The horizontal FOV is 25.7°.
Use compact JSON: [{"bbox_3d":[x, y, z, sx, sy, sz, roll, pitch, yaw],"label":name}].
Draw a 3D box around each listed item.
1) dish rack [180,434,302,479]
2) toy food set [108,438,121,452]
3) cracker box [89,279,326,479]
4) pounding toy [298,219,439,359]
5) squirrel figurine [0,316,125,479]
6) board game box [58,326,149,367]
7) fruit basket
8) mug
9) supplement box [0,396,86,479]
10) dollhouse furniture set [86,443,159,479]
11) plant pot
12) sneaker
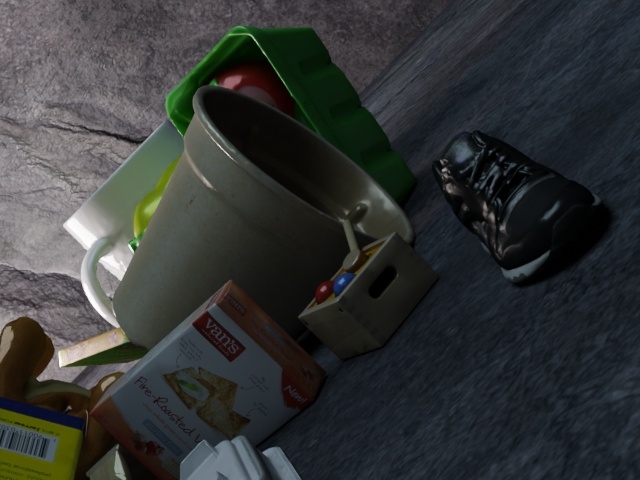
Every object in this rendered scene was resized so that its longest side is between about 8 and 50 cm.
[{"bbox_3d":[-0.164,0.320,1.359,0.333,0.072,0.285,-47,9,-4],"label":"dish rack"},{"bbox_3d":[-0.270,0.231,2.257,0.220,0.092,0.306,-46,8,-5],"label":"toy food set"},{"bbox_3d":[-0.129,0.174,1.595,0.232,0.156,0.067,-42,9,27],"label":"cracker box"},{"bbox_3d":[0.047,0.044,1.559,0.141,0.100,0.130,-49,9,-25],"label":"pounding toy"},{"bbox_3d":[-0.517,0.289,2.040,0.396,0.371,0.281,-66,10,-7],"label":"squirrel figurine"},{"bbox_3d":[-0.294,0.160,2.176,0.124,0.039,0.259,-1,-10,-36],"label":"board game box"},{"bbox_3d":[-0.098,-0.095,2.041,0.283,0.392,0.392,-37,12,46],"label":"fruit basket"},{"bbox_3d":[-0.283,0.017,2.554,0.276,0.328,0.374,-37,12,49],"label":"mug"},{"bbox_3d":[-0.376,0.334,1.430,0.356,0.195,0.194,-92,21,-61],"label":"supplement box"},{"bbox_3d":[-0.221,0.353,1.627,0.144,0.123,0.151,-43,43,15],"label":"dollhouse furniture set"},{"bbox_3d":[-0.102,0.018,1.820,0.305,0.334,0.334,-54,5,17],"label":"plant pot"},{"bbox_3d":[0.164,-0.042,1.317,0.107,0.124,0.283,-46,8,-3],"label":"sneaker"}]
